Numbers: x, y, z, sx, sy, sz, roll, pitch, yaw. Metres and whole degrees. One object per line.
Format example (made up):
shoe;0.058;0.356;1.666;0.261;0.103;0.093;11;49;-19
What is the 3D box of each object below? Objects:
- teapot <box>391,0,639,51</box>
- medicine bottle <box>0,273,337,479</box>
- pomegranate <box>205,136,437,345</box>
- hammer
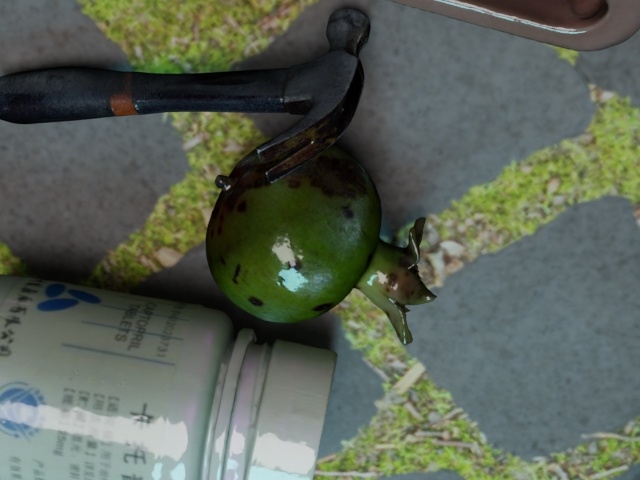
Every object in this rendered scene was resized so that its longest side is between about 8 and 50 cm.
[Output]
teapot;0.108;-0.258;0.705;0.361;0.306;0.376;15;150;4
medicine bottle;-0.141;0.130;0.992;0.292;0.170;0.170;10;117;1
pomegranate;0.000;-0.006;0.927;0.169;0.148;0.149;7;117;-10
hammer;-0.112;-0.104;0.914;0.289;0.137;0.037;-1;144;17
